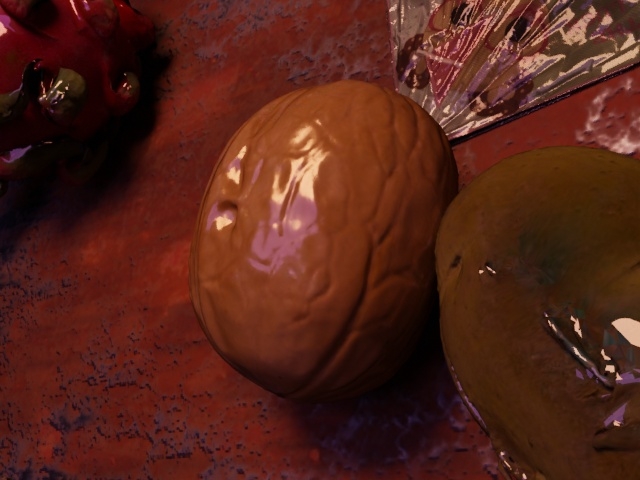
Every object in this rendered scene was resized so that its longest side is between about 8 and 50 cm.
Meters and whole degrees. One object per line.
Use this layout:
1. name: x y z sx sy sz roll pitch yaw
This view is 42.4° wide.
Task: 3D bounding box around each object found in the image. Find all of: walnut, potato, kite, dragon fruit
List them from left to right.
1. dragon fruit: -0.281 -0.145 0.757 0.272 0.218 0.198 -23 16 33
2. walnut: 0.000 0.000 0.513 0.165 0.165 0.197 19 82 38
3. kite: 0.128 -0.172 0.575 0.323 0.013 0.268 36 96 38
4. potato: 0.149 0.055 0.394 0.169 0.143 0.248 -41 54 6

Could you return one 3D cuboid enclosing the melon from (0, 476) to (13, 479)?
1. melon: -0.220 0.244 0.626 0.202 0.093 0.139 -50 55 21
